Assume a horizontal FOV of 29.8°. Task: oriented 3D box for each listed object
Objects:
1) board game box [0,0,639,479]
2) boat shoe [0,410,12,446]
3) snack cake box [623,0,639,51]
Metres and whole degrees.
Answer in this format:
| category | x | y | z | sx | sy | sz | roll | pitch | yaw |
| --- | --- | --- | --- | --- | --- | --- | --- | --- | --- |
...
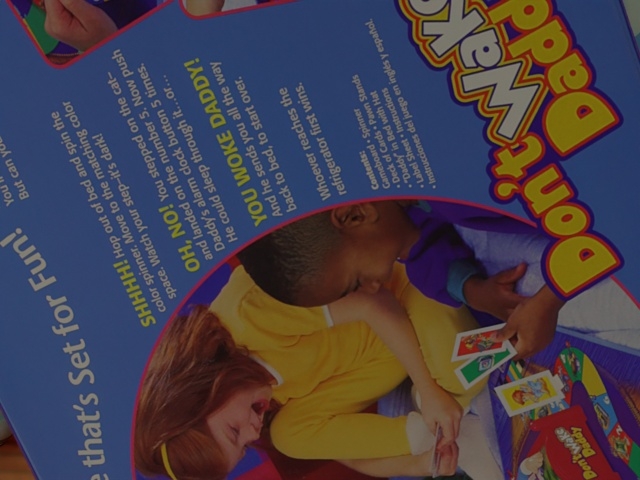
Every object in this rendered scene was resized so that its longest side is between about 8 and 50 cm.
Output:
| category | x | y | z | sx | sy | sz | roll | pitch | yaw |
| --- | --- | --- | --- | --- | --- | --- | --- | --- | --- |
| board game box | 0.000 | 0.000 | 0.410 | 0.233 | 0.078 | 0.347 | -20 | 104 | 9 |
| boat shoe | -0.205 | 0.079 | 0.571 | 0.142 | 0.049 | 0.040 | 11 | 110 | 18 |
| snack cake box | 0.061 | -0.182 | 0.455 | 0.152 | 0.264 | 0.089 | -3 | 34 | 17 |
